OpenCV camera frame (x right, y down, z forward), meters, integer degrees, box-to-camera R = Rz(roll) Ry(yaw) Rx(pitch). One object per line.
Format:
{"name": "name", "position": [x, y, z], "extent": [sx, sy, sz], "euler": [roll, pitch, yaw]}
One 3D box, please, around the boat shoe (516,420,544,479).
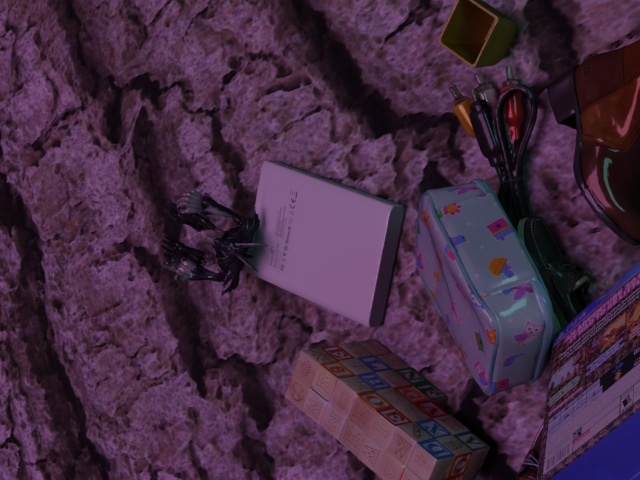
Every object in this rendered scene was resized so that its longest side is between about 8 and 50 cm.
{"name": "boat shoe", "position": [0.315, 0.332, 1.797], "extent": [0.066, 0.066, 0.183], "euler": [13, 93, 38]}

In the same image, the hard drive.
{"name": "hard drive", "position": [0.000, 0.000, 2.124], "extent": [0.308, 0.040, 0.203], "euler": [22, 107, 42]}

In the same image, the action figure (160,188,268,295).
{"name": "action figure", "position": [-0.203, 0.003, 2.218], "extent": [0.276, 0.141, 0.164], "euler": [11, 85, 60]}

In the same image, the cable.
{"name": "cable", "position": [0.280, -0.115, 1.851], "extent": [0.140, 0.072, 0.287], "euler": [-16, 93, 34]}

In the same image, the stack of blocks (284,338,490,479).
{"name": "stack of blocks", "position": [0.111, 0.270, 1.934], "extent": [0.297, 0.171, 0.087], "euler": [36, 116, 37]}

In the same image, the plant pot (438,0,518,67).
{"name": "plant pot", "position": [0.238, -0.302, 1.846], "extent": [0.081, 0.083, 0.081], "euler": [43, 121, 35]}

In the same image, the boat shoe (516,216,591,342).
{"name": "boat shoe", "position": [0.342, 0.065, 1.768], "extent": [0.073, 0.080, 0.223], "euler": [-25, 80, 37]}

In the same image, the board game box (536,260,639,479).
{"name": "board game box", "position": [0.400, 0.177, 1.551], "extent": [0.141, 0.291, 0.232], "euler": [35, 126, -10]}

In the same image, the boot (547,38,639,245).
{"name": "boot", "position": [0.461, -0.160, 1.655], "extent": [0.280, 0.096, 0.264], "euler": [-29, 64, 34]}

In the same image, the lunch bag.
{"name": "lunch bag", "position": [0.226, 0.063, 1.790], "extent": [0.224, 0.108, 0.279], "euler": [84, 166, -53]}
